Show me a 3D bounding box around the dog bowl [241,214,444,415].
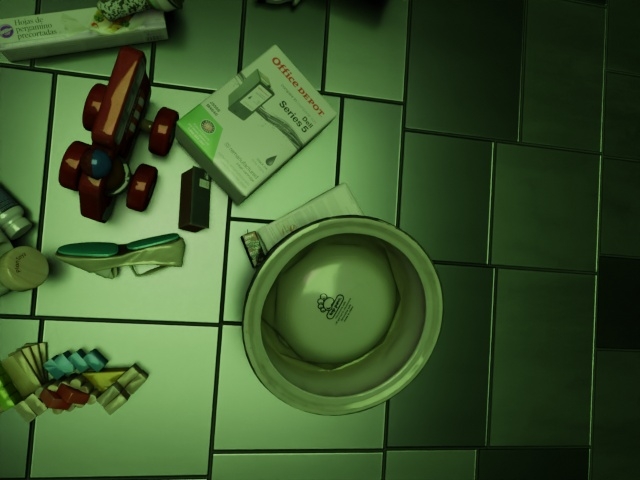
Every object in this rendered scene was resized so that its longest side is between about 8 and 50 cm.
[{"bbox_3d":[0.036,0.138,1.074,0.409,0.150,0.407,-3,102,-14],"label":"dog bowl"}]

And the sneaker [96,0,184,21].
[{"bbox_3d":[-0.427,-0.608,1.027,0.182,0.158,0.410,-24,76,2],"label":"sneaker"}]

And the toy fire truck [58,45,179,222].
[{"bbox_3d":[-0.388,-0.185,0.980,0.170,0.254,0.301,19,84,-10],"label":"toy fire truck"}]

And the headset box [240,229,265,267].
[{"bbox_3d":[-0.145,0.016,1.121,0.032,0.062,0.083,-20,91,-13],"label":"headset box"}]

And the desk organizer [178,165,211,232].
[{"bbox_3d":[-0.266,-0.086,1.105,0.047,0.050,0.130,16,66,-43],"label":"desk organizer"}]

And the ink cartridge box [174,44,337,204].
[{"bbox_3d":[-0.134,-0.241,1.094,0.273,0.115,0.198,-45,97,-16],"label":"ink cartridge box"}]

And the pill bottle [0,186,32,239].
[{"bbox_3d":[-0.628,-0.060,1.020,0.067,0.067,0.120,-44,96,-10],"label":"pill bottle"}]

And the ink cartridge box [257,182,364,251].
[{"bbox_3d":[0.000,0.000,1.163,0.225,0.056,0.180,-29,94,-4],"label":"ink cartridge box"}]

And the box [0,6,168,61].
[{"bbox_3d":[-0.480,-0.430,1.067,0.324,0.067,0.063,-13,89,-11],"label":"box"}]

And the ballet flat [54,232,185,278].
[{"bbox_3d":[-0.401,0.040,1.063,0.249,0.086,0.086,-6,89,-13],"label":"ballet flat"}]

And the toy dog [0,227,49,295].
[{"bbox_3d":[-0.658,-0.007,0.922,0.333,0.161,0.220,45,119,-7],"label":"toy dog"}]

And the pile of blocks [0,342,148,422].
[{"bbox_3d":[-0.527,0.275,1.006,0.363,0.113,0.148,-5,89,-12],"label":"pile of blocks"}]

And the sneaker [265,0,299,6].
[{"bbox_3d":[-0.124,-0.603,1.140,0.229,0.086,0.132,34,84,-9],"label":"sneaker"}]
